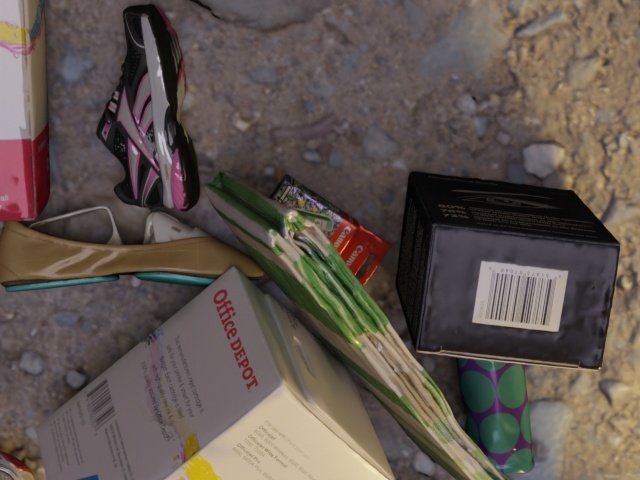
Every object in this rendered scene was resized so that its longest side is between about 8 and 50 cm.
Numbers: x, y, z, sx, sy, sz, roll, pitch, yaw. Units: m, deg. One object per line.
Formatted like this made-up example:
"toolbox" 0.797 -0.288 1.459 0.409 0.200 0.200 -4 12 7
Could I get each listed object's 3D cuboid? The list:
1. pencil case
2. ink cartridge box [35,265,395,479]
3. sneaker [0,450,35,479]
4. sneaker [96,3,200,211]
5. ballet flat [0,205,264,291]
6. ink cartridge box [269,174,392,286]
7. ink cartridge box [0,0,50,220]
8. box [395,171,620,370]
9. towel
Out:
"pencil case" 0.150 0.133 1.490 0.064 0.070 0.152 -14 105 -26
"ink cartridge box" -0.089 0.180 1.410 0.232 0.171 0.168 -39 126 10
"sneaker" -0.328 0.286 1.495 0.088 0.093 0.225 33 99 -9
"sneaker" -0.156 -0.109 1.422 0.077 0.072 0.178 -5 98 10
"ballet flat" -0.165 0.006 1.446 0.232 0.080 0.073 -1 87 -3
"ink cartridge box" 0.000 0.000 1.471 0.115 0.029 0.063 33 101 -9
"ink cartridge box" -0.339 -0.173 1.366 0.226 0.131 0.306 0 102 -2
"box" 0.148 0.021 1.391 0.153 0.207 0.108 6 103 -3
"towel" 0.036 0.081 1.365 0.038 0.248 0.325 -43 109 -6
